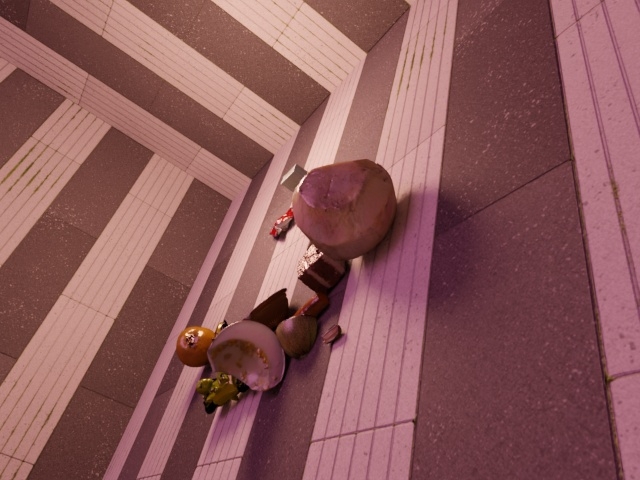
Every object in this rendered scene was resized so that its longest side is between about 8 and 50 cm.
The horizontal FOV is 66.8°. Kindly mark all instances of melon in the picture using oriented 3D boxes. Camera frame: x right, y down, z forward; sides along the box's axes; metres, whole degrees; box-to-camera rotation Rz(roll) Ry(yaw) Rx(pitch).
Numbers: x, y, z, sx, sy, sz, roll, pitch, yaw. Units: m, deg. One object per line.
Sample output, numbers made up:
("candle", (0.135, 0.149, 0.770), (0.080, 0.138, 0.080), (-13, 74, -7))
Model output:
("melon", (-0.084, 0.318, 1.594), (0.160, 0.079, 0.128), (-36, 52, 19))

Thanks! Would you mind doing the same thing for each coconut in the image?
("coconut", (0.085, -0.107, 1.569), (0.353, 0.352, 0.353), (-48, 22, 26))

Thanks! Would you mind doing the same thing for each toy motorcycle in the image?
("toy motorcycle", (-0.354, 0.529, 1.871), (0.342, 0.142, 0.206), (-41, 24, 35))

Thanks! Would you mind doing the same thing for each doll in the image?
("doll", (-0.462, 0.468, 2.297), (0.127, 0.088, 0.249), (-50, 25, 19))

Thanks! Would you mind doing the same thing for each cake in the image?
("cake", (0.007, 0.091, 1.694), (0.147, 0.134, 0.135), (-42, 24, 15))

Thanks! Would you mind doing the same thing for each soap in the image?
("soap", (-0.074, -0.262, 2.299), (0.119, 0.198, 0.067), (-38, 28, 43))

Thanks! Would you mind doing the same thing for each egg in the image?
("egg", (-0.250, 0.402, 1.698), (0.162, 0.270, 0.207), (117, 179, -62))

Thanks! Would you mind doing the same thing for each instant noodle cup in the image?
("instant noodle cup", (-0.204, 0.303, 1.846), (0.274, 0.091, 0.274), (-40, -11, -9))

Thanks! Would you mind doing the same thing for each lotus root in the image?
("lotus root", (0.039, 0.285, 1.465), (0.083, 0.030, 0.038), (-46, 54, 38))

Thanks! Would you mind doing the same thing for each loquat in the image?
("loquat", (-0.607, 0.521, 2.388), (0.208, 0.208, 0.208), (-48, 22, 26))

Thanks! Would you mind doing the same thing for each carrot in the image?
("carrot", (-0.061, 0.270, 1.670), (0.225, 0.067, 0.067), (-48, 22, 19))

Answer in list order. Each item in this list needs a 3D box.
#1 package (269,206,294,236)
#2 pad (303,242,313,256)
("package", (-0.205, -0.095, 2.562), (0.194, 0.071, 0.269), (-42, 17, 1))
("pad", (0.000, 0.000, 2.022), (0.211, 0.003, 0.143), (-21, 40, 60))
